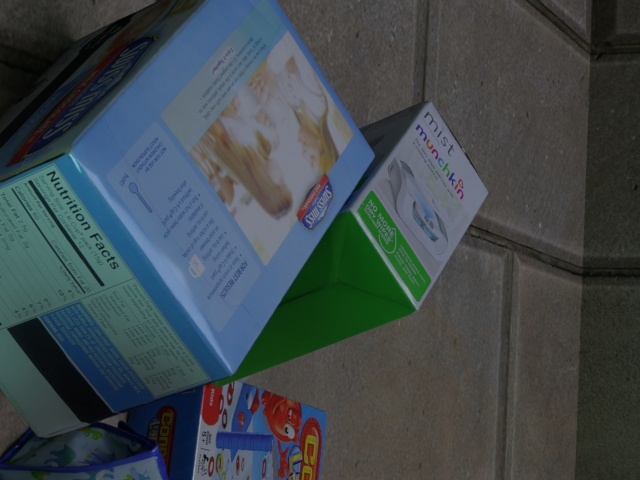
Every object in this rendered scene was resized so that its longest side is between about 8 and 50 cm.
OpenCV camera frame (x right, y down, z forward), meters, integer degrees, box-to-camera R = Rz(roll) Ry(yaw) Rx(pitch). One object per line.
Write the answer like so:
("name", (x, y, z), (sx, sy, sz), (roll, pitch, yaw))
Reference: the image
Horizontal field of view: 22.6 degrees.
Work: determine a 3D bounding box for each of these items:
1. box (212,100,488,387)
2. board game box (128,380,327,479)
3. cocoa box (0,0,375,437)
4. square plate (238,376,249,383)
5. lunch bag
("box", (0.000, 0.000, 1.589), (0.126, 0.262, 0.231), (56, 35, -15))
("board game box", (-0.106, 0.308, 1.708), (0.302, 0.086, 0.308), (29, 64, -62))
("cocoa box", (-0.147, -0.042, 1.377), (0.231, 0.228, 0.347), (56, 37, -19))
("square plate", (-0.109, -0.056, 1.742), (0.344, 0.049, 0.347), (48, 48, -55))
("lunch bag", (-0.196, 0.233, 1.436), (0.096, 0.151, 0.128), (-51, 134, -53))
